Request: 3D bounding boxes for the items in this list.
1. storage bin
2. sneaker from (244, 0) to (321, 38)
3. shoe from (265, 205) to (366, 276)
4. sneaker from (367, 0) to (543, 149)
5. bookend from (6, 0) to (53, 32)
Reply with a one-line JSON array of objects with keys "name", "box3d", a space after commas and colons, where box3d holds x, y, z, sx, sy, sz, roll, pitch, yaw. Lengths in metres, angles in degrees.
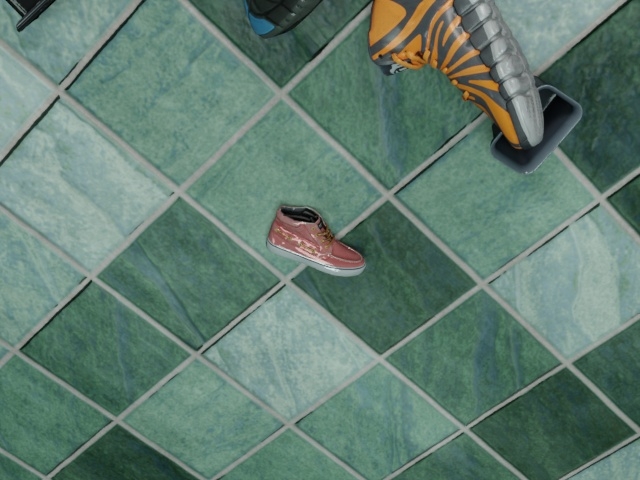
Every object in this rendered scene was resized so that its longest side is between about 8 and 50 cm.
[{"name": "storage bin", "box3d": [0.314, -0.186, 1.215, 0.098, 0.091, 0.135, 29, 117, -14]}, {"name": "sneaker", "box3d": [0.024, -0.393, 1.079, 0.341, 0.140, 0.125, -37, 71, 41]}, {"name": "shoe", "box3d": [0.000, 0.000, 1.354, 0.178, 0.063, 0.081, 17, 125, -3]}, {"name": "sneaker", "box3d": [0.185, -0.252, 1.138, 0.180, 0.125, 0.321, -27, 84, 28]}, {"name": "bookend", "box3d": [-0.419, -0.410, 1.121, 0.156, 0.072, 0.157, -33, 114, 20]}]
